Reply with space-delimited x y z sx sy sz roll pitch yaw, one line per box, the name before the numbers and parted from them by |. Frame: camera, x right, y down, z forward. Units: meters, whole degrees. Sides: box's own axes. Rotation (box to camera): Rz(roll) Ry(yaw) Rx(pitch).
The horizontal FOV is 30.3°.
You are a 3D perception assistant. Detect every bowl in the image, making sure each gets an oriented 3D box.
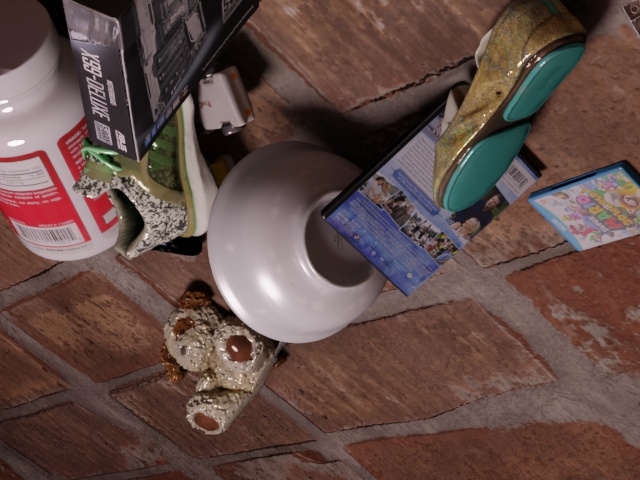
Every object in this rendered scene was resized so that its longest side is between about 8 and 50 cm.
bowl | 0.000 0.000 1.670 0.298 0.298 0.134 43 157 -23

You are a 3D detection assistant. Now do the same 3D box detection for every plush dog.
plush dog | -0.201 0.203 2.270 0.225 0.211 0.262 33 122 17

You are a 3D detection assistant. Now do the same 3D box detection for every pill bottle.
pill bottle | -0.428 -0.168 1.806 0.229 0.229 0.407 14 148 20

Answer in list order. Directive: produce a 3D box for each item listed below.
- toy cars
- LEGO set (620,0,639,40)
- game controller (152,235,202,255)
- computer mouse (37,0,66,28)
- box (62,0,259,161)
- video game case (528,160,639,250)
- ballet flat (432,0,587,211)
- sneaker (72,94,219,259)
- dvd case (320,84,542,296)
toy cars | -0.155 -0.151 1.778 0.176 0.087 0.393 50 152 22
LEGO set | 0.316 -0.311 1.220 0.087 0.093 0.227 -31 91 15
game controller | -0.362 -0.039 2.108 0.319 0.067 0.166 9 143 27
computer mouse | -0.348 -0.316 1.732 0.242 0.041 0.071 17 147 17
box | -0.178 -0.285 1.406 0.077 0.307 0.242 24 147 13
video game case | 0.382 -0.044 1.614 0.119 0.015 0.166 41 145 -22
ballet flat | 0.214 -0.174 1.462 0.123 0.123 0.348 27 142 0
sneaker | -0.274 -0.136 1.663 0.158 0.182 0.410 20 139 43
dvd case | 0.150 -0.063 1.595 0.253 0.022 0.180 -43 113 11
